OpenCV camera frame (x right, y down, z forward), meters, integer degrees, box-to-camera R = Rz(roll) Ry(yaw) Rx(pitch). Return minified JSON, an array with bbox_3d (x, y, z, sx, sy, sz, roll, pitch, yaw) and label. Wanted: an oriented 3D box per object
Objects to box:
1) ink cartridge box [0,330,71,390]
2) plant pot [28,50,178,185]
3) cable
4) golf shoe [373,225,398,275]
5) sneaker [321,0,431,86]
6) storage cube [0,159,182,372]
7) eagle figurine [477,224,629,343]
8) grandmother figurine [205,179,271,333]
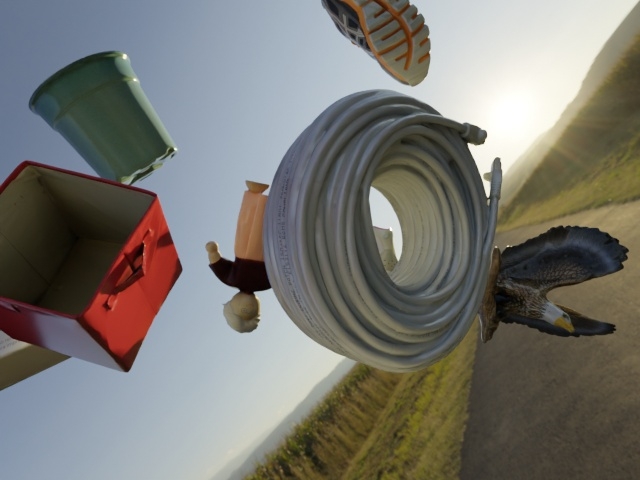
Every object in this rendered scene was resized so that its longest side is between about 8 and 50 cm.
[{"bbox_3d":[-0.559,0.101,0.733,0.201,0.278,0.117,-25,-24,-20],"label":"ink cartridge box"},{"bbox_3d":[-0.665,-0.363,1.413,0.341,0.334,0.341,-33,12,8],"label":"plant pot"},{"bbox_3d":[0.066,-0.011,0.413,0.257,0.089,0.257,17,-103,-36],"label":"cable"},{"bbox_3d":[0.062,0.048,0.901,0.115,0.140,0.306,7,-9,-29],"label":"golf shoe"},{"bbox_3d":[0.073,-0.297,0.603,0.084,0.214,0.083,-33,-6,-12],"label":"sneaker"},{"bbox_3d":[-0.321,0.042,0.583,0.193,0.215,0.183,99,-173,-56],"label":"storage cube"},{"bbox_3d":[0.435,0.108,0.872,0.298,0.225,0.226,-9,-27,-22],"label":"eagle figurine"},{"bbox_3d":[-0.154,0.041,0.978,0.104,0.208,0.342,-142,62,-76],"label":"grandmother figurine"}]
